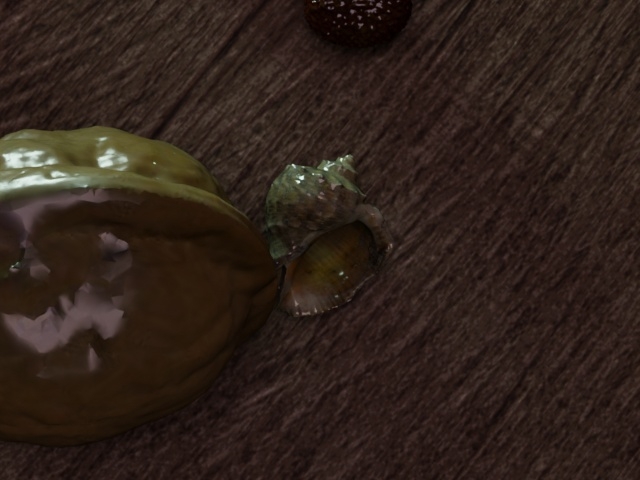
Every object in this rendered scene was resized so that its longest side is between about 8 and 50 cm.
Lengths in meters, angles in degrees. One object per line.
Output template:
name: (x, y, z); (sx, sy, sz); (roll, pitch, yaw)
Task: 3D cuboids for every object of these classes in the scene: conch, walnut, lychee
conch: (0.000, 0.000, 1.674); (0.155, 0.130, 0.207); (27, 94, 15)
walnut: (-0.259, 0.038, 1.572); (0.384, 0.383, 0.383); (0, 84, -1)
lychee: (0.044, -0.280, 1.709); (0.129, 0.123, 0.123); (-34, 86, -7)
